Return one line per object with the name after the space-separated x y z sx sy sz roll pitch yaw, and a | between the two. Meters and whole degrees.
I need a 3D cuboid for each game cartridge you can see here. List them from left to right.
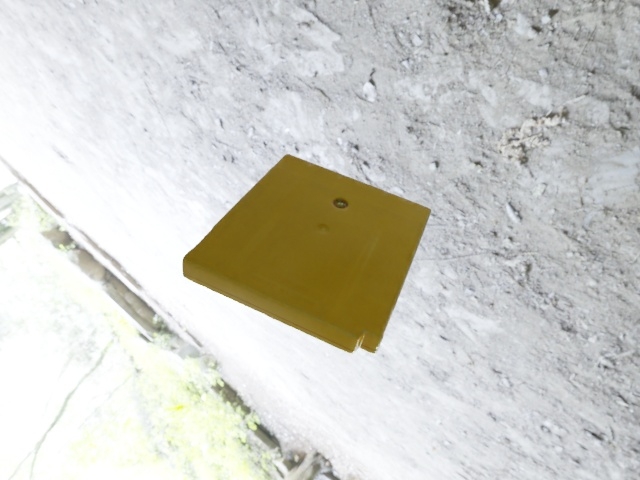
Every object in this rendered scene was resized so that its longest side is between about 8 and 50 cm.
0.000 0.000 0.698 0.285 0.324 0.053 23 134 11 | game cartridge
